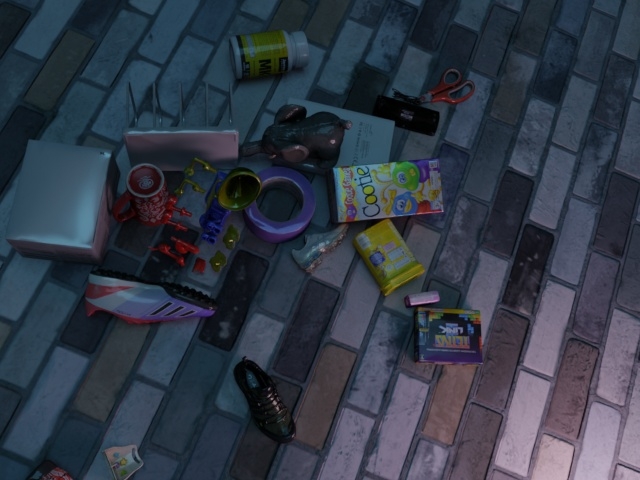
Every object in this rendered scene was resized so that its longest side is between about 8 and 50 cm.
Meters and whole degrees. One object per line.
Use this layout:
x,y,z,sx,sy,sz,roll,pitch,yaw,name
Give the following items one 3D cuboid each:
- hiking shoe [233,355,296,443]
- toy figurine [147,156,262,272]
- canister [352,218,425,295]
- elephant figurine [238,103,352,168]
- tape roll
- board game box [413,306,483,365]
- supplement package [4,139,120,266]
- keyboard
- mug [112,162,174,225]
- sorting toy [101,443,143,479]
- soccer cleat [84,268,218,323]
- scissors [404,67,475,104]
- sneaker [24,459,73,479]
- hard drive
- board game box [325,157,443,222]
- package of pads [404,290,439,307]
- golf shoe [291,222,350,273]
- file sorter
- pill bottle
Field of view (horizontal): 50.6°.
-0.134,0.380,1.595,0.086,0.114,0.227,-33,79,-16,hiking shoe
-0.265,-0.116,1.663,0.191,0.362,0.217,22,42,-13,toy figurine
0.176,0.041,1.775,0.126,0.073,0.170,-28,76,-16,canister
-0.071,-0.262,1.736,0.239,0.186,0.169,0,34,-21,elephant figurine
-0.110,-0.093,1.776,0.189,0.080,0.189,2,71,-6,tape roll
0.327,0.247,1.740,0.170,0.048,0.141,3,70,-7,board game box
-0.628,-0.091,1.668,0.204,0.145,0.262,7,70,-6,supplement package
0.250,-0.371,1.944,0.192,0.038,0.100,16,103,-4,keyboard
-0.437,-0.103,1.685,0.113,0.169,0.150,30,70,2,mug
-0.450,0.506,1.549,0.075,0.045,0.083,-21,75,-22,sorting toy
-0.412,0.156,1.650,0.318,0.108,0.116,13,92,-7,soccer cleat
0.319,-0.411,1.974,0.297,0.021,0.109,-32,80,-16,scissors
-0.630,0.625,1.456,0.145,0.090,0.270,36,68,7,sneaker
0.041,-0.273,1.878,0.307,0.040,0.203,12,70,-4,hard drive
0.163,-0.129,1.768,0.275,0.142,0.144,-6,92,-7,board game box
0.263,0.153,1.761,0.083,0.050,0.032,-7,73,-11,package of pads
0.000,0.000,1.770,0.086,0.069,0.176,43,70,13,golf shoe
-0.356,-0.301,1.755,0.277,0.193,0.173,-2,69,-9,file sorter
-0.144,-0.524,1.895,0.208,0.119,0.119,-11,73,-11,pill bottle
